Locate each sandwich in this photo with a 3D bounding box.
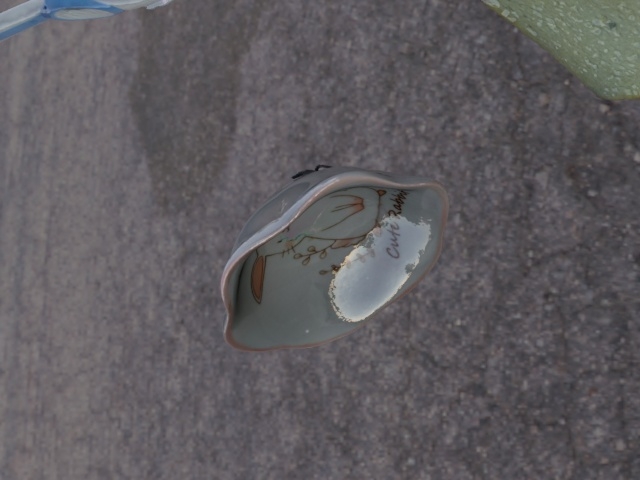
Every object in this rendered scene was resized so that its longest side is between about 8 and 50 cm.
[{"bbox_3d":[0.253,-0.217,0.794,0.087,0.226,0.251,-52,8,-4],"label":"sandwich"}]

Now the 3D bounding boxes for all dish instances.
[{"bbox_3d":[0.000,0.000,0.811,0.081,0.229,0.229,58,134,32],"label":"dish"}]

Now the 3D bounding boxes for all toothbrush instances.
[{"bbox_3d":[-0.169,-0.157,0.638,0.386,0.040,0.040,-10,75,36],"label":"toothbrush"}]
